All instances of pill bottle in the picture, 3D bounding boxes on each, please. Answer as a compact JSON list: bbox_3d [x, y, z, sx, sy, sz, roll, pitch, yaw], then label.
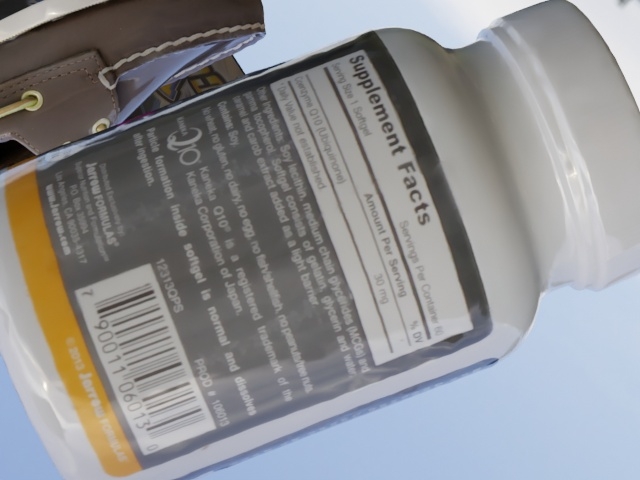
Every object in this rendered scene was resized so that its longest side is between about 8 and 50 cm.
[{"bbox_3d":[0.000,0.000,0.623,0.162,0.278,0.162,159,90,-87],"label":"pill bottle"}]

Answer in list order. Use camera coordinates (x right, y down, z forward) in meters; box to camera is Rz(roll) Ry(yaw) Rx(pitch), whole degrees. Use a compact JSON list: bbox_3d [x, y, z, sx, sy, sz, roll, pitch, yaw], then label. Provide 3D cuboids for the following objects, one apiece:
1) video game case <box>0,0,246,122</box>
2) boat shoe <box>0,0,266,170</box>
[{"bbox_3d":[-0.164,-0.118,1.044,0.248,0.035,0.275,-35,-87,-45],"label":"video game case"},{"bbox_3d":[-0.175,-0.073,0.799,0.116,0.324,0.097,125,124,-79],"label":"boat shoe"}]
